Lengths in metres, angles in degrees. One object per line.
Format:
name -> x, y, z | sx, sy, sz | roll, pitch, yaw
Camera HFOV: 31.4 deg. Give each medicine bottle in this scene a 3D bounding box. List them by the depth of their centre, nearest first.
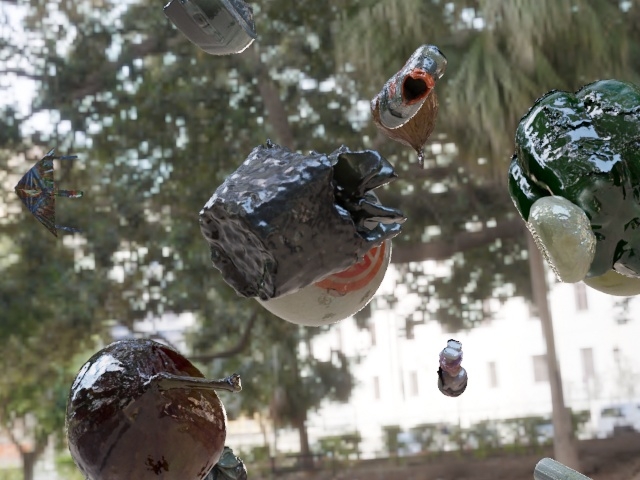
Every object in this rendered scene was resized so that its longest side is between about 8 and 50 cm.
medicine bottle -> 0.535, 0.509, 2.298 | 0.059, 0.059, 0.231 | 5, 11, -38

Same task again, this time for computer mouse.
computer mouse -> -0.193, -0.394, 2.077 | 0.126, 0.071, 0.231 | -19, -22, 19

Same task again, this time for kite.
kite -> -0.530, -0.095, 2.224 | 0.010, 0.182, 0.160 | -12, -10, 43

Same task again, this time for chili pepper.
chili pepper -> 0.390, -0.075, 1.590 | 0.233, 0.256, 0.248 | -14, -55, 3

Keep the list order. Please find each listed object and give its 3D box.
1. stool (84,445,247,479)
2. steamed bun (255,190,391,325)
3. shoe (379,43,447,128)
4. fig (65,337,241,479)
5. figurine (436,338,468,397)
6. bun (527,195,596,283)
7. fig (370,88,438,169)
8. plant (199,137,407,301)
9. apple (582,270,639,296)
stool -> -0.221, 0.346, 1.597 | 0.228, 0.153, 0.139 | 25, -48, -16
steamed bun -> 0.000, 0.000, 1.867 | 0.283, 0.282, 0.177 | 3, -6, -31
shoe -> 0.145, -0.248, 1.935 | 0.074, 0.077, 0.194 | 32, -41, -5
fig -> -0.209, 0.196, 1.330 | 0.186, 0.203, 0.249 | -27, -22, -19
figurine -> 0.234, 0.225, 2.025 | 0.054, 0.072, 0.129 | 9, -43, 22
bun -> 0.306, -0.005, 1.417 | 0.069, 0.115, 0.115 | -28, -14, 6
fig -> 0.200, -0.240, 2.401 | 0.146, 0.201, 0.134 | -27, -16, 4
plant -> -0.026, -0.045, 1.625 | 0.276, 0.188, 0.199 | -32, 28, -33
apple -> 0.580, -0.024, 2.129 | 0.262, 0.262, 0.262 | -3, -10, -1
